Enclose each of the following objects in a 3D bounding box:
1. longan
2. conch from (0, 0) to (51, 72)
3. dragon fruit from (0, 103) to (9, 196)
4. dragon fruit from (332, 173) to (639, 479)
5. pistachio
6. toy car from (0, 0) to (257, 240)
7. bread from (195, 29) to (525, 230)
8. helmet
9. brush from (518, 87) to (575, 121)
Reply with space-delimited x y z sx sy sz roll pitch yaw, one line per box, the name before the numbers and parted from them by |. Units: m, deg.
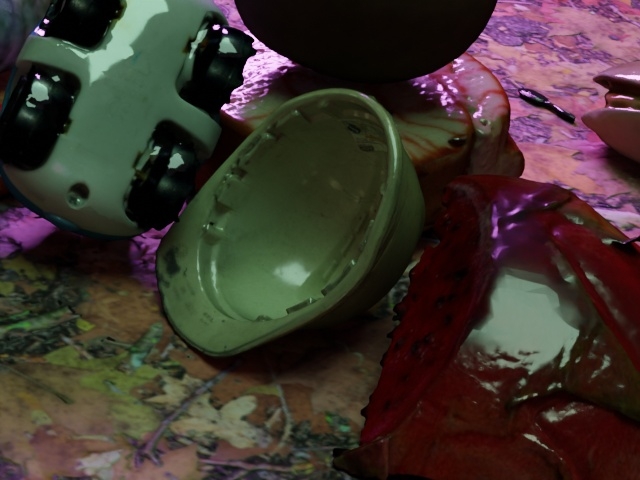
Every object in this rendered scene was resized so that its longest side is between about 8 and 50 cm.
longan | 0.047 -0.269 1.768 0.258 0.258 0.258 8 30 -5
conch | -0.398 -0.248 1.905 0.277 0.195 0.220 -15 12 0
dragon fruit | -0.303 -0.094 1.764 0.112 0.068 0.126 -15 37 -35
dragon fruit | 0.189 0.070 1.523 0.282 0.100 0.343 16 51 6
pistachio | 0.386 -0.123 1.980 0.223 0.126 0.152 15 -4 16
toy car | -0.187 -0.118 1.685 0.188 0.255 0.190 24 -16 -13
bread | 0.020 -0.107 1.839 0.295 0.114 0.328 29 36 27
helmet | -0.001 0.004 1.624 0.137 0.257 0.204 32 20 -48
brush | 0.250 -0.151 2.090 0.024 0.008 0.083 -15 38 -41
